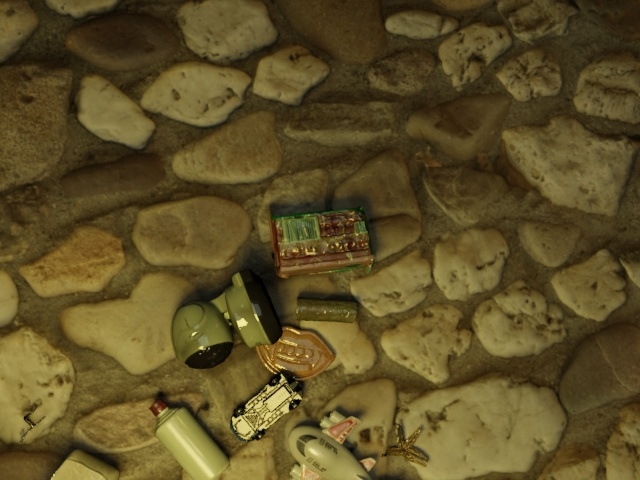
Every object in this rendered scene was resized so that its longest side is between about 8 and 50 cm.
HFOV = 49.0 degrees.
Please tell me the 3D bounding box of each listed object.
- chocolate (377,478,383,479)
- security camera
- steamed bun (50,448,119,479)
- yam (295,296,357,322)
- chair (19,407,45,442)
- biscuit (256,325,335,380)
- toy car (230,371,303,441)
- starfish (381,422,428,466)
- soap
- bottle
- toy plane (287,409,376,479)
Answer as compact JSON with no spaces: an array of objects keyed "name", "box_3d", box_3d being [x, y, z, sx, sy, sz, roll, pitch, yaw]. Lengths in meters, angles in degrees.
[{"name":"chocolate","box_3d":[0.145,0.731,1.770,0.221,0.221,0.147,-39,101,-11]},{"name":"security camera","box_3d":[-0.254,0.219,1.811,0.277,0.197,0.191,-22,74,-3]},{"name":"steamed bun","box_3d":[-0.602,0.640,1.708,0.146,0.164,0.241,28,80,1]},{"name":"yam","box_3d":[0.013,0.188,1.902,0.169,0.068,0.068,5,80,-9]},{"name":"chair","box_3d":[-0.744,0.468,1.787,0.042,0.037,0.086,44,74,-10]},{"name":"biscuit","box_3d":[-0.071,0.306,1.890,0.221,0.029,0.142,16,79,-3]},{"name":"toy car","box_3d":[-0.142,0.439,1.843,0.216,0.063,0.103,-40,86,0]},{"name":"starfish","box_3d":[0.215,0.552,1.870,0.130,0.041,0.133,-14,75,-17]},{"name":"soap","box_3d":[0.000,0.000,1.916,0.273,0.098,0.217,-7,81,-7]},{"name":"bottle","box_3d":[-0.345,0.506,1.788,0.104,0.104,0.245,-40,87,-11]},{"name":"toy plane","box_3d":[0.026,0.567,1.813,0.252,0.118,0.252,1,78,-4]}]
